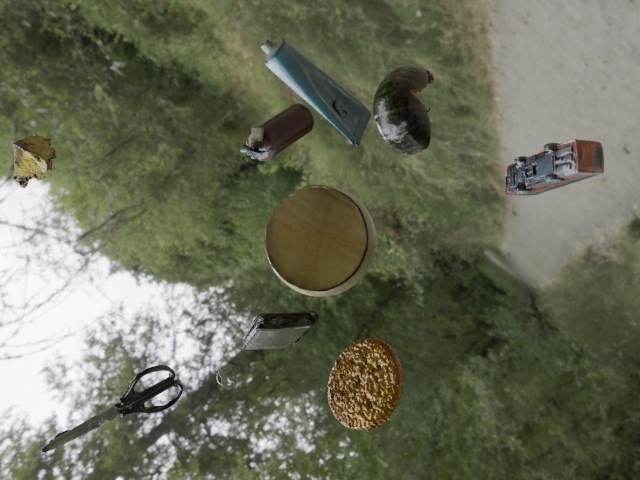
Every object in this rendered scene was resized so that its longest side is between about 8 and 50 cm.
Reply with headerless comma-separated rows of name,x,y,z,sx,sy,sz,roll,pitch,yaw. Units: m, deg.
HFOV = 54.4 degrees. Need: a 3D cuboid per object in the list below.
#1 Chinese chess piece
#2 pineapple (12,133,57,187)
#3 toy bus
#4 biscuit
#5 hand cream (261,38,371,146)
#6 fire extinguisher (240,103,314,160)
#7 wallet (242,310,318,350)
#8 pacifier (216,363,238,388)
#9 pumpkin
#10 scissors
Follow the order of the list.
Chinese chess piece,0.000,0.000,1.430,0.257,0.257,0.104,52,-175,12
pineapple,-0.583,-0.152,1.241,0.114,0.114,0.077,42,-161,34
toy bus,0.383,-0.116,1.038,0.192,0.077,0.065,156,116,-74
biscuit,0.114,0.380,1.666,0.035,0.254,0.254,30,-160,-39
hand cream,-0.006,-0.246,1.015,0.224,0.048,0.083,35,-122,-25
fire extinguisher,-0.118,-0.284,1.680,0.105,0.105,0.269,49,-137,-2
wallet,-0.078,0.166,1.129,0.198,0.110,0.031,125,140,-65
pacifier,-0.306,0.454,2.061,0.064,0.068,0.083,-174,71,-68
pumpkin,0.160,-0.273,1.244,0.108,0.119,0.183,18,-115,-38
scissors,-0.432,0.358,1.289,0.022,0.300,0.109,44,158,59
